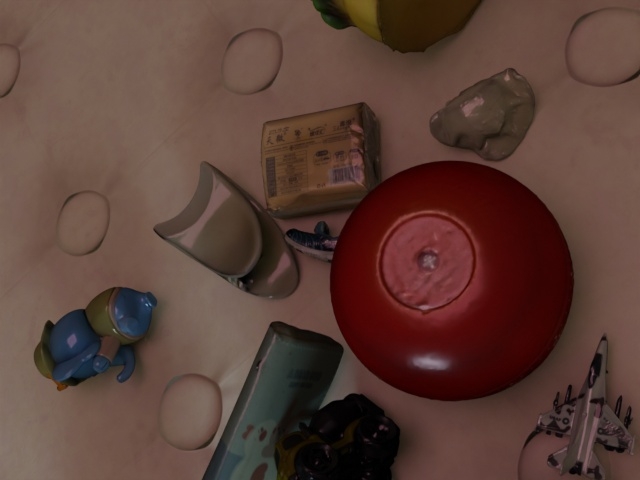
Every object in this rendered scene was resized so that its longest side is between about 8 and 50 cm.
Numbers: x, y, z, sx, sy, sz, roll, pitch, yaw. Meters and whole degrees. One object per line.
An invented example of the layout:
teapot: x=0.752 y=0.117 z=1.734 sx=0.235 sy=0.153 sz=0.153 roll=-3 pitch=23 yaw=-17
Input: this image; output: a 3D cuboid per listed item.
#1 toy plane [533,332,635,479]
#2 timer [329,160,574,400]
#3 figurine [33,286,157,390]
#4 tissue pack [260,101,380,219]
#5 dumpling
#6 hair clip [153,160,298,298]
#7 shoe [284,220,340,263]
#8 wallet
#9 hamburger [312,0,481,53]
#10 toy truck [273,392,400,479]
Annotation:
toy plane: x=0.413 y=0.261 z=1.484 sx=0.160 sy=0.082 sz=0.234 roll=8 pitch=65 yaw=39
timer: x=0.201 y=0.061 z=1.525 sx=0.378 sy=0.279 sz=0.378 roll=-6 pitch=74 yaw=23
figurine: x=-0.439 y=0.193 z=1.889 sx=0.262 sy=0.154 sz=0.180 roll=-23 pitch=56 yaw=24
tissue pack: x=-0.001 y=-0.144 z=1.789 sx=0.222 sy=0.090 sz=0.186 roll=-11 pitch=74 yaw=26
dumpling: x=0.283 y=-0.202 z=1.668 sx=0.169 sy=0.100 sz=0.134 roll=-33 pitch=99 yaw=-8
hair clip: x=-0.161 y=-0.001 z=1.831 sx=0.282 sy=0.113 sz=0.172 roll=40 pitch=96 yaw=35
shoe: x=0.000 y=0.000 z=1.765 sx=0.143 sy=0.064 sz=0.071 roll=15 pitch=84 yaw=27
wallet: x=-0.086 y=0.310 z=1.617 sx=0.083 sy=0.252 sz=0.360 roll=25 pitch=92 yaw=27
hamburger: x=0.121 y=-0.532 z=1.661 sx=0.277 sy=0.396 sz=0.395 roll=40 pitch=96 yaw=29
toy truck: x=0.016 y=0.343 z=1.584 sx=0.165 sy=0.224 sz=0.147 roll=47 pitch=144 yaw=39
